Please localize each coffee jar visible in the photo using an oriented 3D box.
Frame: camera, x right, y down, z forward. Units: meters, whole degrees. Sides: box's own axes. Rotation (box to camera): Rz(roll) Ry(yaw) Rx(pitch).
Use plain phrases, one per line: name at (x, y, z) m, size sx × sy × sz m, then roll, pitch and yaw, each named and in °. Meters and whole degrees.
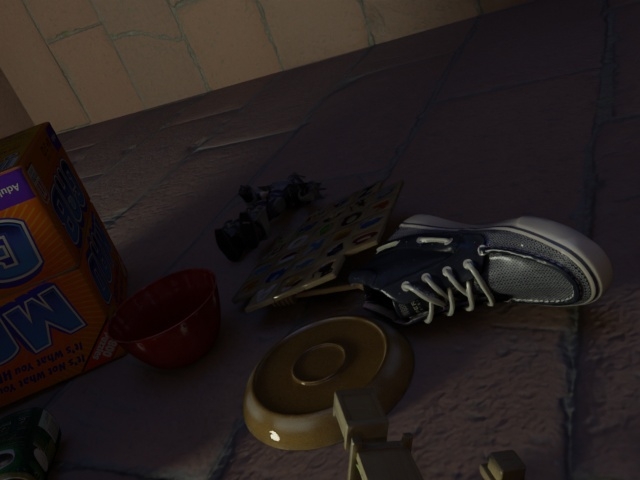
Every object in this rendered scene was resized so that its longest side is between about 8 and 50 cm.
coffee jar at (-0.400, 0.305, 0.826) m, size 0.096 × 0.079 × 0.184 m, roll -21°, pitch 25°, yaw -4°

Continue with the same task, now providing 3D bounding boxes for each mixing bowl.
mixing bowl at (-0.226, 0.134, 0.990) m, size 0.181 × 0.098 × 0.181 m, roll -18°, pitch 25°, yaw 9°

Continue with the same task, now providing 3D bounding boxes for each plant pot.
plant pot at (0.003, 0.168, 0.823) m, size 0.236 × 0.032 × 0.236 m, roll -17°, pitch 27°, yaw 9°

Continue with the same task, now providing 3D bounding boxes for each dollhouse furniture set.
dollhouse furniture set at (0.107, 0.230, 0.595) m, size 0.161 × 0.101 × 0.182 m, roll -1°, pitch 23°, yaw -12°

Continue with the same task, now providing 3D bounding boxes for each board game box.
board game box at (-0.585, 0.046, 1.130) m, size 0.357 × 0.356 × 0.356 m, roll -23°, pitch 26°, yaw -7°

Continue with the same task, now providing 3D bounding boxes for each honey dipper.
honey dipper at (-0.001, 0.079, 0.997) m, size 0.161 × 0.030 × 0.030 m, roll -11°, pitch 28°, yaw 19°

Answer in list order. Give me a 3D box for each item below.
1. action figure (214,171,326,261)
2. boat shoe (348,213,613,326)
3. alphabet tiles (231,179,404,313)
action figure at (-0.099, -0.075, 1.294) m, size 0.185 × 0.099 × 0.285 m, roll -12°, pitch 24°, yaw 31°
boat shoe at (0.181, 0.057, 0.809) m, size 0.158 × 0.127 × 0.340 m, roll -40°, pitch 22°, yaw -23°
alphabet tiles at (0.000, 0.000, 1.080) m, size 0.285 × 0.011 × 0.342 m, roll -23°, pitch 19°, yaw 28°
